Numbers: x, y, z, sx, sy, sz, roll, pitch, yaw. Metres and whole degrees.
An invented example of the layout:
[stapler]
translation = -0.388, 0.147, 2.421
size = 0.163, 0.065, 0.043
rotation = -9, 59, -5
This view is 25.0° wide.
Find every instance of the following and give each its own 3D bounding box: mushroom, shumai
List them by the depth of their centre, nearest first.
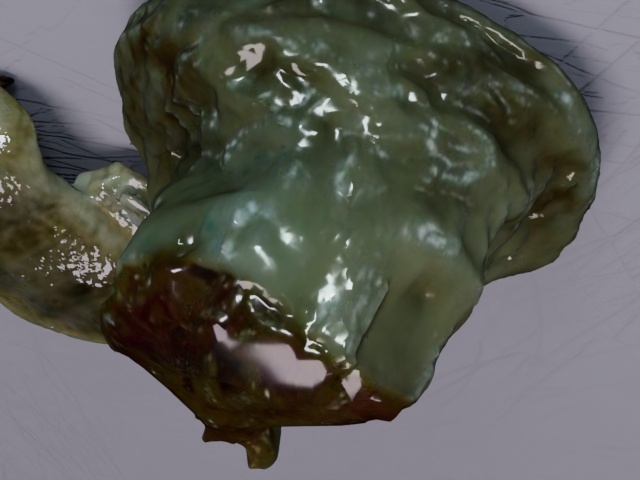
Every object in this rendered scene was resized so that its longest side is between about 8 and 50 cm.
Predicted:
[shumai]
translation = 0.000, 0.000, 1.086
size = 0.397, 0.323, 0.324
rotation = 22, 147, -7
[mushroom]
translation = -0.248, -0.006, 1.376
size = 0.247, 0.130, 0.344
rotation = -2, 145, 35
